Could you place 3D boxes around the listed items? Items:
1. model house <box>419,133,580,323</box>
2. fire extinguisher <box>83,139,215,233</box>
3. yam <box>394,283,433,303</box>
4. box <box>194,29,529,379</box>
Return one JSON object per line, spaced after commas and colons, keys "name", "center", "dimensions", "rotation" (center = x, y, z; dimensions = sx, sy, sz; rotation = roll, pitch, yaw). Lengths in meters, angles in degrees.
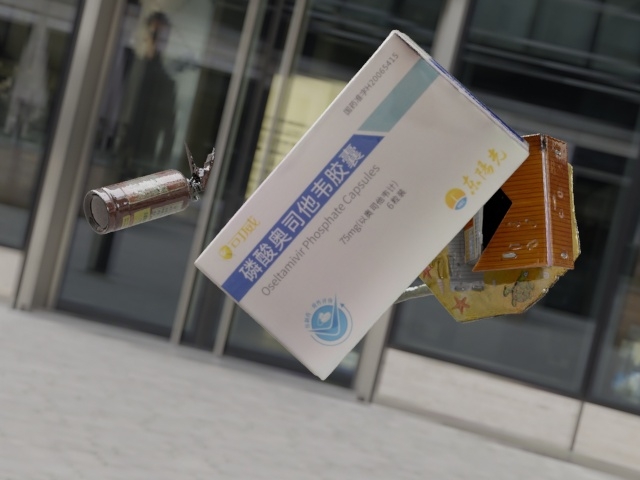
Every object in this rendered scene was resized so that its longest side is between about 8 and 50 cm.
{"name": "model house", "center": [0.222, -0.017, 1.547], "dimensions": [0.207, 0.219, 0.136], "rotation": [0, -7, -7]}
{"name": "fire extinguisher", "center": [-0.267, -0.091, 2.194], "dimensions": [0.252, 0.106, 0.075], "rotation": [-19, 33, -37]}
{"name": "yam", "center": [0.210, 0.069, 2.183], "dimensions": [0.234, 0.027, 0.029], "rotation": [-22, -34, 34]}
{"name": "box", "center": [0.044, -0.038, 1.456], "dimensions": [0.200, 0.343, 0.065], "rotation": [42, 12, 3]}
